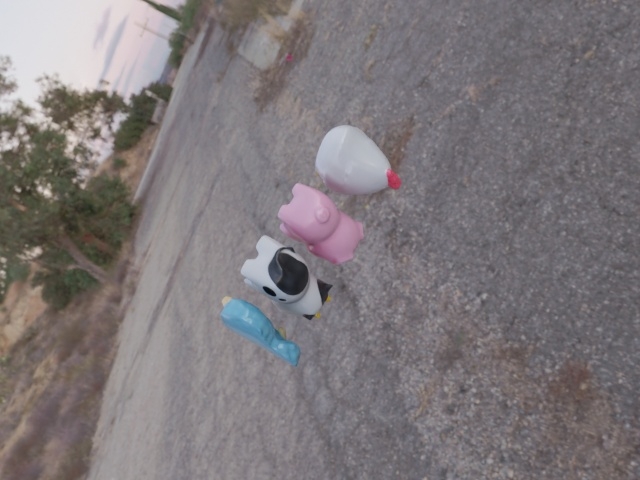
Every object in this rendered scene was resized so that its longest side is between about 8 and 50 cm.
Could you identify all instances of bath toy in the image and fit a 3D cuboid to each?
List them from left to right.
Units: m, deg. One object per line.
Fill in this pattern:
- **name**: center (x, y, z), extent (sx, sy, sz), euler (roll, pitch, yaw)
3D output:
- **bath toy**: center (0.000, 0.000, 0.864), extent (0.348, 0.129, 0.151), euler (-60, -12, -11)
